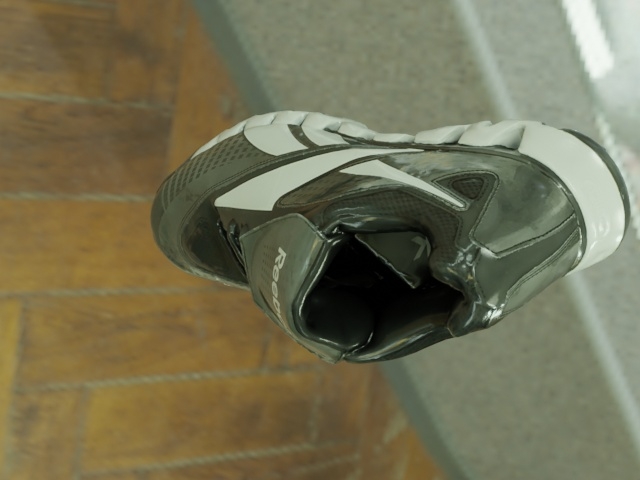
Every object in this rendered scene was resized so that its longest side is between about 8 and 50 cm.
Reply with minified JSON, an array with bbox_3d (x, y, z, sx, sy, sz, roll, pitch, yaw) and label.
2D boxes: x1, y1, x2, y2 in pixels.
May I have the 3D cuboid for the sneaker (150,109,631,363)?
[{"bbox_3d":[0.000,0.000,0.763,0.106,0.234,0.078,-40,119,-40],"label":"sneaker"}]
